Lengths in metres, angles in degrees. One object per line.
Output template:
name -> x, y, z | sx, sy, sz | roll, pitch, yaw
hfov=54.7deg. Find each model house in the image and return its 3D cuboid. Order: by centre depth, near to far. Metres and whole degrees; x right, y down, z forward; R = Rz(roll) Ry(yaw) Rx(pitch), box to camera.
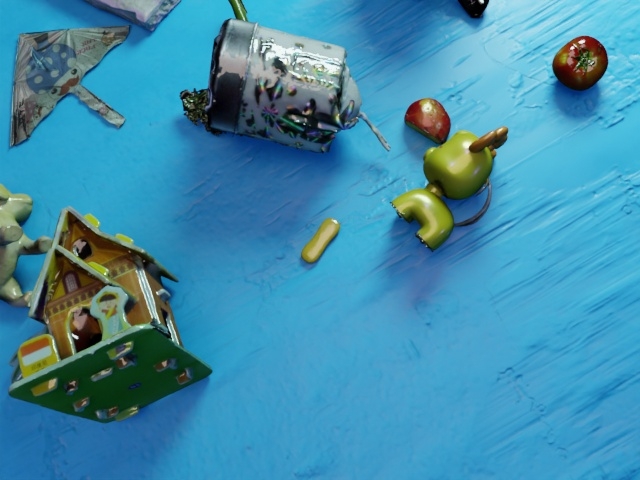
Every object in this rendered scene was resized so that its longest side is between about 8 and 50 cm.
model house -> -0.401, 0.115, 0.968 | 0.340, 0.300, 0.323 | -25, 65, -3

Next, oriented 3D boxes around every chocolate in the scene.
chocolate -> 0.231, -0.453, 1.102 | 0.147, 0.072, 0.070 | 19, 41, 5

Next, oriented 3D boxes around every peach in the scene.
peach -> 0.184, -0.204, 1.059 | 0.077, 0.050, 0.083 | -11, 80, 8

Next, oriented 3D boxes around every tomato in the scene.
tomato -> 0.429, -0.292, 1.025 | 0.087, 0.075, 0.087 | 0, 93, 5

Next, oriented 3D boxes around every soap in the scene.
soap -> 0.000, 0.000, 1.062 | 0.034, 0.012, 0.089 | 37, 86, 15

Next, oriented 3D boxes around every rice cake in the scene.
rice cake -> -0.421, -0.510, 1.221 | 0.298, 0.050, 0.106 | 29, 84, 14

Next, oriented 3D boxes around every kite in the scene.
kite -> -0.497, -0.311, 1.213 | 0.314, 0.011, 0.335 | 41, 88, 14

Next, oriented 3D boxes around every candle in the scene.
candle -> -0.029, -0.239, 1.026 | 0.330, 0.187, 0.187 | 13, 80, -6

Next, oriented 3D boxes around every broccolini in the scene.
broccolini -> -0.190, -0.325, 1.138 | 0.123, 0.062, 0.271 | 6, 84, -5

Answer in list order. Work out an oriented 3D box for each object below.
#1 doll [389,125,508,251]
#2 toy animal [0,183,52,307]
doll -> 0.217, -0.097, 0.989 | 0.221, 0.143, 0.135 | -44, 73, 6
toy animal -> -0.569, 0.010, 1.105 | 0.169, 0.121, 0.233 | 8, 89, 27
